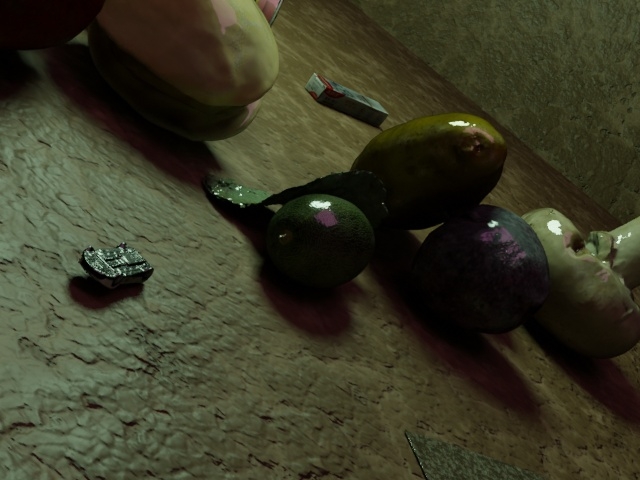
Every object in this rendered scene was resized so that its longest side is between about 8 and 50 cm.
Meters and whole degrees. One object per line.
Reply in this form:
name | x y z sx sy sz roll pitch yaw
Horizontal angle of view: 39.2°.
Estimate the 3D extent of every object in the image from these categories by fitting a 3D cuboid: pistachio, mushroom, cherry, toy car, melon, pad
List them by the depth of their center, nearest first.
toy car | -0.189 0.025 0.824 0.041 0.025 0.093 41 17 14
pad | 0.199 0.285 0.949 0.235 0.003 0.158 25 24 -32
melon | 0.000 0.000 1.070 0.114 0.114 0.167 48 20 26
pistachio | -0.193 -0.285 1.209 0.238 0.229 0.321 -27 76 -26
cherry | 0.227 0.044 1.264 0.195 0.195 0.195 33 21 -14
mushroom | 0.475 0.035 1.536 0.292 0.290 0.292 46 15 -16

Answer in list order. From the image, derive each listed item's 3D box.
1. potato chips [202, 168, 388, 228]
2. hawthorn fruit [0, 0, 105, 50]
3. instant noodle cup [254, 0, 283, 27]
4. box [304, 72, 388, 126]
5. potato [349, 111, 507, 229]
potato chips | -0.033 -0.055 1.159 0.228 0.059 0.167 0 -11 12
hawthorn fruit | -0.360 -0.346 1.013 0.285 0.284 0.369 43 12 12
instant noodle cup | -0.201 -0.369 1.414 0.255 0.244 0.244 24 23 -12
box | 0.058 -0.298 1.924 0.218 0.039 0.055 13 33 -49
potato | 0.161 -0.102 1.348 0.195 0.176 0.369 38 -13 -4
